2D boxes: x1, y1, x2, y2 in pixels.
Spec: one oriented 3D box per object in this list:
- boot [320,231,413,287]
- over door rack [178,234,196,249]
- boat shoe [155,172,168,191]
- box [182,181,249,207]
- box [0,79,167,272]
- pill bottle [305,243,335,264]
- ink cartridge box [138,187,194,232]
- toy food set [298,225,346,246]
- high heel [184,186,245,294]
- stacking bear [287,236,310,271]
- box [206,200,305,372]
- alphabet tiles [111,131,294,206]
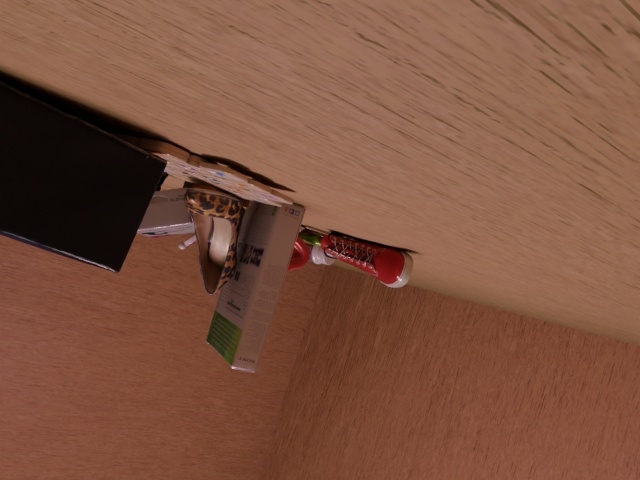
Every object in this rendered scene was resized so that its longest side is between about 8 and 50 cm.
[{"bbox_3d":[0.096,0.038,1.421,0.176,0.088,0.244,20,179,-21],"label":"boot"},{"bbox_3d":[-0.366,-0.013,1.743,0.239,0.108,0.324,58,163,-15],"label":"over door rack"},{"bbox_3d":[-0.361,-0.119,1.258,0.080,0.073,0.223,18,177,-16],"label":"boat shoe"},{"bbox_3d":[-0.218,-0.099,1.253,0.136,0.028,0.081,11,174,39],"label":"box"},{"bbox_3d":[-0.424,-0.098,0.867,0.294,0.183,0.296,24,174,-33],"label":"box"},{"bbox_3d":[-0.023,0.027,1.836,0.137,0.078,0.078,15,176,36],"label":"pill bottle"},{"bbox_3d":[-0.310,-0.053,1.253,0.127,0.072,0.175,-7,176,0],"label":"ink cartridge box"},{"bbox_3d":[0.000,0.000,1.627,0.132,0.038,0.192,18,176,-6],"label":"toy food set"},{"bbox_3d":[-0.207,0.006,1.138,0.093,0.186,0.261,13,174,12],"label":"high heel"},{"bbox_3d":[-0.157,0.011,1.673,0.164,0.175,0.289,51,178,-16],"label":"stacking bear"},{"bbox_3d":[-0.136,0.078,1.221,0.058,0.322,0.232,19,176,-22],"label":"box"},{"bbox_3d":[-0.190,-0.111,0.991,0.278,0.021,0.284,14,175,37],"label":"alphabet tiles"}]
